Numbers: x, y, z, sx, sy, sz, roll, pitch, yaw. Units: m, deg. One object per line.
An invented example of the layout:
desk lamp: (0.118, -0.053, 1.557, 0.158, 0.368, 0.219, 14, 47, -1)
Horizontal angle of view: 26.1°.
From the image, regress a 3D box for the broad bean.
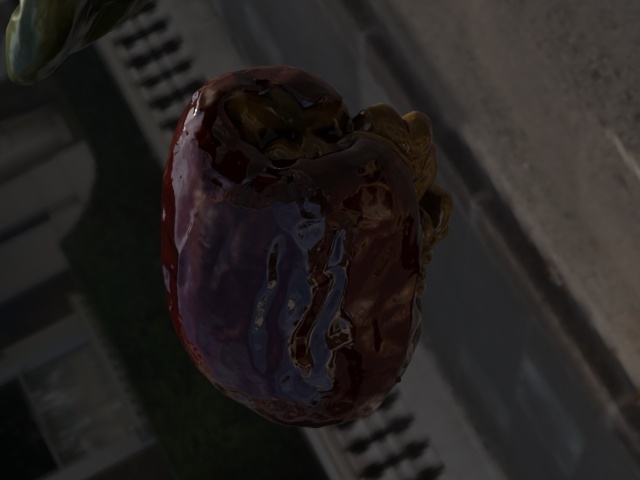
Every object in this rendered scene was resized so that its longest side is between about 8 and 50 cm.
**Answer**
broad bean: (-0.154, -0.179, 0.915, 0.072, 0.207, 0.153, 30, 138, 8)

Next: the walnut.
walnut: (0.000, 0.000, 1.081, 0.222, 0.244, 0.269, -116, 22, -43)
